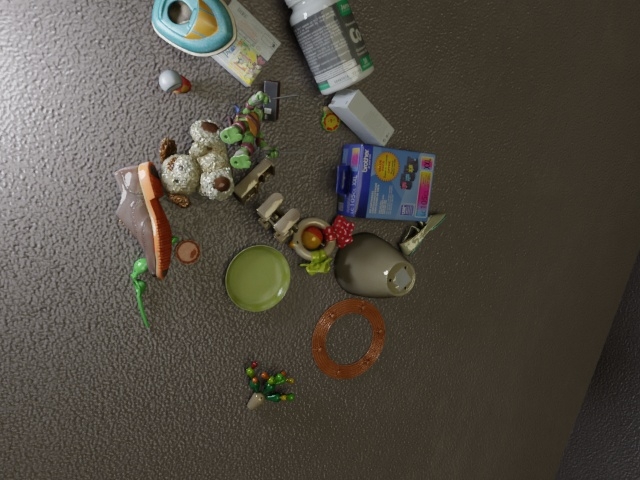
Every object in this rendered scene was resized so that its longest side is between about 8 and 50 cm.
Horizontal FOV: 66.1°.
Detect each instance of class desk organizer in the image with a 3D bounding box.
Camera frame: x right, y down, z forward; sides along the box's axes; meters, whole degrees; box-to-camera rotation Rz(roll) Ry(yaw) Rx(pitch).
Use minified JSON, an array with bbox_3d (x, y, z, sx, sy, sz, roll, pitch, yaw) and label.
[{"bbox_3d":[-0.166,-0.476,1.677,0.047,0.050,0.130,9,113,6],"label":"desk organizer"}]

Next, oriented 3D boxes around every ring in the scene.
[{"bbox_3d":[0.121,0.399,1.969,0.336,0.032,0.337,-4,100,-24],"label":"ring"}]

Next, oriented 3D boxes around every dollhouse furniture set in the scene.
[{"bbox_3d":[-0.151,-0.132,1.657,0.242,0.212,0.161,43,80,3],"label":"dollhouse furniture set"}]

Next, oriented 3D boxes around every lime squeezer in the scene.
[{"bbox_3d":[-0.564,0.125,1.595,0.110,0.058,0.311,19,88,-57],"label":"lime squeezer"}]

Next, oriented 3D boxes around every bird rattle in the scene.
[{"bbox_3d":[0.000,0.000,1.799,0.206,0.143,0.254,33,80,-10],"label":"bird rattle"}]

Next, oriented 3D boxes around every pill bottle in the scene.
[{"bbox_3d":[0.022,-0.695,1.646,0.204,0.204,0.361,-34,112,-17],"label":"pill bottle"}]

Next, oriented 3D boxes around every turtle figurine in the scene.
[{"bbox_3d":[-0.181,-0.351,1.548,0.274,0.198,0.266,24,43,0],"label":"turtle figurine"}]

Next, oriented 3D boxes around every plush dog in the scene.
[{"bbox_3d":[-0.398,-0.223,1.562,0.225,0.210,0.263,-13,83,-6],"label":"plush dog"}]

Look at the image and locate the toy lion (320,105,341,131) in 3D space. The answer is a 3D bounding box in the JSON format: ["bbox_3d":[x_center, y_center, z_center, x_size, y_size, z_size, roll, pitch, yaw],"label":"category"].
[{"bbox_3d":[0.046,-0.451,1.796,0.100,0.034,0.096,-26,116,-20],"label":"toy lion"}]

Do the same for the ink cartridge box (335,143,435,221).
[{"bbox_3d":[0.220,-0.216,1.853,0.395,0.151,0.270,2,98,-24],"label":"ink cartridge box"}]

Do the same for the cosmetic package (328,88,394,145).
[{"bbox_3d":[0.150,-0.443,1.775,0.231,0.117,0.086,38,80,-39],"label":"cosmetic package"}]

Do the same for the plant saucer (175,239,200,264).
[{"bbox_3d":[-0.445,0.038,1.650,0.083,0.013,0.084,-4,99,-25],"label":"plant saucer"}]

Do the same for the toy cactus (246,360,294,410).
[{"bbox_3d":[-0.206,0.546,1.814,0.219,0.112,0.180,37,101,-28],"label":"toy cactus"}]

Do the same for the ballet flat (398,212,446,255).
[{"bbox_3d":[0.413,-0.046,2.014,0.248,0.086,0.086,-46,114,-11],"label":"ballet flat"}]

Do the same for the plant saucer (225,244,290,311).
[{"bbox_3d":[-0.225,0.133,1.757,0.240,0.037,0.241,-4,99,-25],"label":"plant saucer"}]

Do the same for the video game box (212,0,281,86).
[{"bbox_3d":[-0.262,-0.642,1.607,0.205,0.048,0.187,38,80,-25],"label":"video game box"}]

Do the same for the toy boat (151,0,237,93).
[{"bbox_3d":[-0.396,-0.593,1.466,0.267,0.148,0.318,19,102,3],"label":"toy boat"}]

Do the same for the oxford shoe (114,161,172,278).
[{"bbox_3d":[-0.551,-0.054,1.531,0.132,0.130,0.364,-9,91,-1],"label":"oxford shoe"}]

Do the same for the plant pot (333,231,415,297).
[{"bbox_3d":[0.225,0.113,1.837,0.256,0.274,0.257,-4,100,-25],"label":"plant pot"}]
